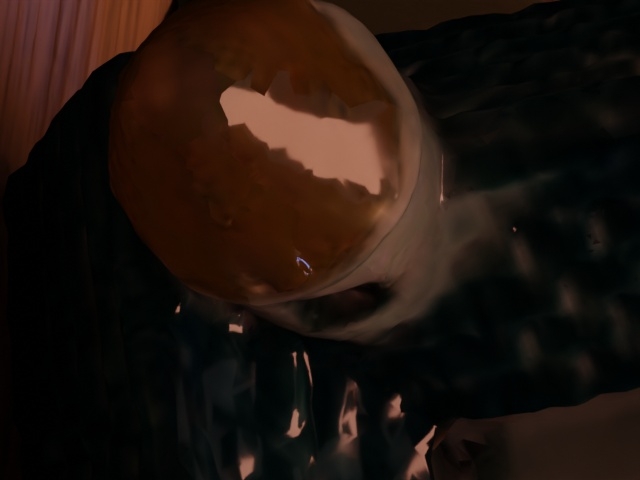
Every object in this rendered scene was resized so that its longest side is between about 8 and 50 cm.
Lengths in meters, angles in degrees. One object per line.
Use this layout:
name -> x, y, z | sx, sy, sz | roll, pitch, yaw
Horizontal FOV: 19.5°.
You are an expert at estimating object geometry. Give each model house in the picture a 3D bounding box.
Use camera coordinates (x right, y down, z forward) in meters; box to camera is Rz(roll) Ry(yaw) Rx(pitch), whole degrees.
model house -> 0.018, 0.036, 0.431 | 0.291, 0.253, 0.185 | 38, 45, -63

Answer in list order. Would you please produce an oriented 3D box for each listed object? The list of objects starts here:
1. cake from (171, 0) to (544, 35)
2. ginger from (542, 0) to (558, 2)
cake -> 0.040, -0.050, 0.718 | 0.284, 0.172, 0.158 | -78, 175, -52
ginger -> 0.095, -0.144, 1.139 | 0.165, 0.172, 0.321 | -42, 120, -60
